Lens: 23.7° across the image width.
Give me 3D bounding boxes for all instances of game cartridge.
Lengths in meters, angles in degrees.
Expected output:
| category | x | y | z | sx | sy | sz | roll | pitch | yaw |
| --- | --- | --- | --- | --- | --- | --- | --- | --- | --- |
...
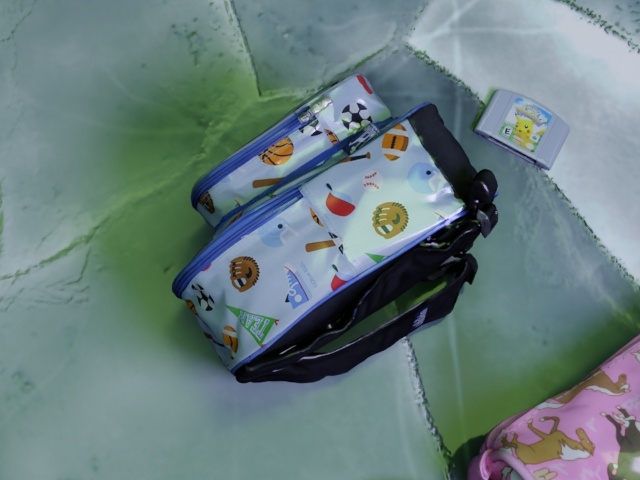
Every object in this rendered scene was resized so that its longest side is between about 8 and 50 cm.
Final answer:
| category | x | y | z | sx | sy | sz | roll | pitch | yaw |
| --- | --- | --- | --- | --- | --- | --- | --- | --- | --- |
| game cartridge | 0.196 | -0.110 | 1.470 | 0.083 | 0.017 | 0.056 | 28 | 70 | 0 |

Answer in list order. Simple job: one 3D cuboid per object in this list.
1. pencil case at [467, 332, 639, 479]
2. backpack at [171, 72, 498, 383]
| category | x | y | z | sx | sy | sz | roll | pitch | yaw |
| --- | --- | --- | --- | --- | --- | --- | --- | --- | --- |
| pencil case | 0.320 | 0.149 | 1.347 | 0.386 | 0.160 | 0.167 | -35 | 44 | -14 |
| backpack | 0.000 | 0.000 | 1.299 | 0.263 | 0.276 | 0.213 | -40 | 79 | -8 |
